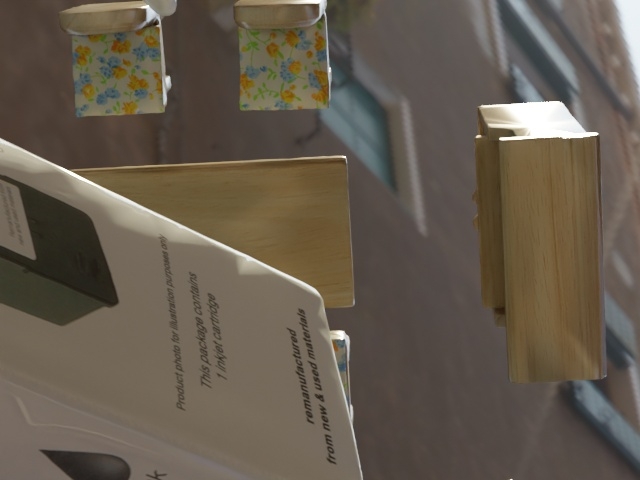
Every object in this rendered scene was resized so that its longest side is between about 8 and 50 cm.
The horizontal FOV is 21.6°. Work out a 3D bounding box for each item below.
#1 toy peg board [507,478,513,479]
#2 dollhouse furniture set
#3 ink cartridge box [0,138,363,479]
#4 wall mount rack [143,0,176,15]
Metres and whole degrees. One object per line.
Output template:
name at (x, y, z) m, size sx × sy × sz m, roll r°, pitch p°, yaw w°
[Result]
toy peg board at (0.079, 0.278, 1.340) m, size 0.161 × 0.079 × 0.160 m, roll -31°, pitch 179°, yaw -36°
dollhouse furniture set at (0.000, 0.000, 1.261) m, size 0.394 × 0.362 × 0.256 m, roll -3°, pitch -169°, yaw 2°
ink cartridge box at (-0.165, 0.066, 0.563) m, size 0.211 × 0.289 × 0.121 m, roll -48°, pitch -147°, yaw 27°
wall mount rack at (-0.156, -0.331, 1.204) m, size 0.130 × 0.304 × 0.350 m, roll -2°, pitch -157°, yaw 18°
